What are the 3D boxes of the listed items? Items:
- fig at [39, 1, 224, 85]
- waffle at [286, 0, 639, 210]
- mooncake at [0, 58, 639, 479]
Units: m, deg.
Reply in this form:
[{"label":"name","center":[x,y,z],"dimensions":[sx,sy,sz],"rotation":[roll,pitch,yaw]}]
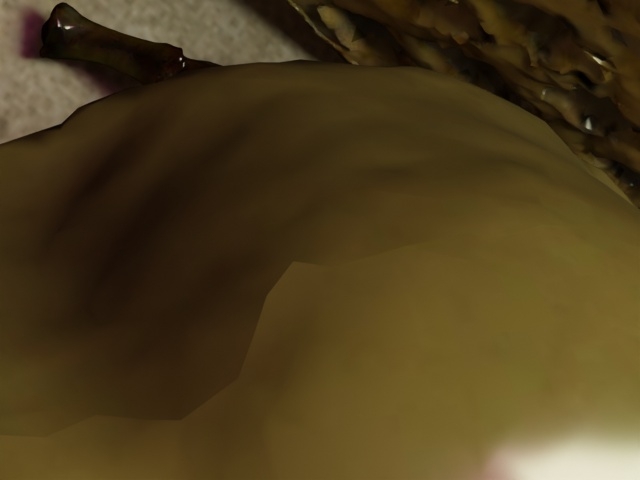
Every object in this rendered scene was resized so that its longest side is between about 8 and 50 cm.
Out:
[{"label":"fig","center":[0.000,0.000,0.711],"dimensions":[0.274,0.170,0.145],"rotation":[44,25,4]},{"label":"waffle","center":[0.062,-0.134,0.617],"dimensions":[0.114,0.261,0.376],"rotation":[-58,140,-9]},{"label":"mooncake","center":[-0.012,0.191,0.516],"dimensions":[0.467,0.262,0.467],"rotation":[-4,110,-12]}]
